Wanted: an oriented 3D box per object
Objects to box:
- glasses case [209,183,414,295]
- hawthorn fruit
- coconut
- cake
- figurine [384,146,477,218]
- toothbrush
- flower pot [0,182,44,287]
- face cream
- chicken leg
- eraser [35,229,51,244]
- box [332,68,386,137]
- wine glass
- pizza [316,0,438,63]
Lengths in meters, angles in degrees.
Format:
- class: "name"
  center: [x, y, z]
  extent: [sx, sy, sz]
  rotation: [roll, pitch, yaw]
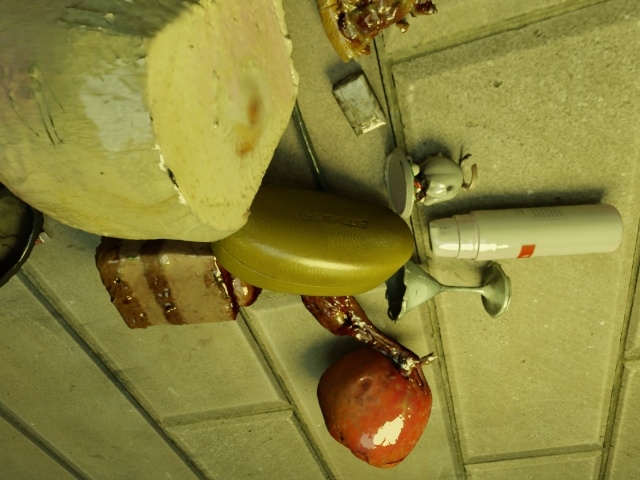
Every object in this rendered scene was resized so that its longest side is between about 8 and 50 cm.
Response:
- class: "glasses case"
  center: [0.000, 0.000, 0.759]
  extent: [0.371, 0.173, 0.141]
  rotation: [6, 146, -25]
- class: "hawthorn fruit"
  center: [0.156, 0.365, 1.033]
  extent: [0.307, 0.276, 0.276]
  rotation: [-46, 114, 4]
- class: "coconut"
  center: [-0.251, -0.189, 0.574]
  extent: [0.405, 0.404, 0.404]
  rotation: [1, 125, 1]
- class: "cake"
  center: [-0.247, 0.042, 0.843]
  extent: [0.293, 0.196, 0.198]
  rotation: [-2, 124, 5]
- class: "figurine"
  center: [0.206, -0.113, 0.775]
  extent: [0.154, 0.132, 0.132]
  rotation: [-9, 126, -7]
- class: "toothbrush"
  center: [-0.037, -0.201, 0.764]
  extent: [0.031, 0.030, 0.297]
  rotation: [-10, 124, 19]
- class: "flower pot"
  center: [-0.711, -0.045, 0.775]
  extent: [0.267, 0.266, 0.266]
  rotation: [27, 123, -4]
- class: "face cream"
  center: [0.383, -0.014, 0.839]
  extent: [0.346, 0.102, 0.102]
  rotation: [-4, 125, 5]
- class: "chicken leg"
  center: [0.057, 0.142, 0.942]
  extent: [0.407, 0.096, 0.158]
  rotation: [49, 140, -10]
- class: "eraser"
  center: [-0.631, -0.001, 0.935]
  extent: [0.099, 0.019, 0.027]
  rotation: [-13, 124, 10]
- class: "box"
  center: [0.066, -0.231, 0.730]
  extent: [0.062, 0.045, 0.098]
  rotation: [-23, 120, 18]
- class: "wine glass"
  center: [0.263, 0.100, 0.905]
  extent: [0.232, 0.156, 0.156]
  rotation: [3, 126, -6]
- class: "pizza"
  center: [0.094, -0.350, 0.629]
  extent: [0.194, 0.069, 0.154]
  rotation: [-13, 123, 13]
